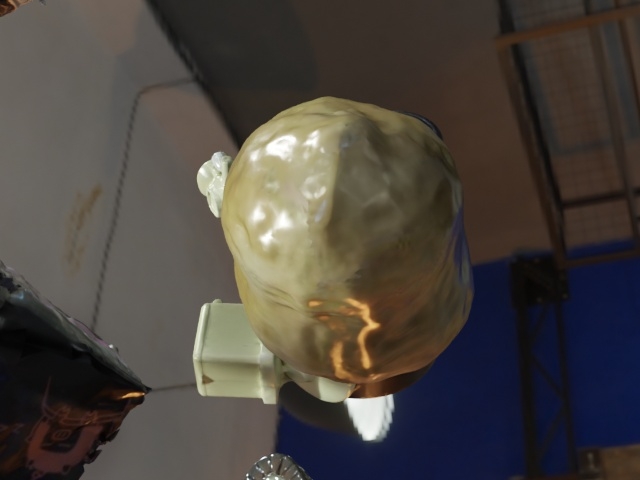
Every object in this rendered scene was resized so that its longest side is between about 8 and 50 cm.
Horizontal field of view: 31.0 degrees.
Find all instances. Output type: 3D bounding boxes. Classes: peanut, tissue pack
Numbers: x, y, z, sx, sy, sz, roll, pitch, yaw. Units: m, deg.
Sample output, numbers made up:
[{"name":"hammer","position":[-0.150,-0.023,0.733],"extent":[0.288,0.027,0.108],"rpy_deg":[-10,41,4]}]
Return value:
[{"name":"peanut","position":[0.014,0.005,0.592],"extent":[0.224,0.129,0.129],"rpy_deg":[64,-158,-63]},{"name":"tissue pack","position":[-0.304,0.149,0.752],"extent":[0.245,0.332,0.123],"rpy_deg":[43,176,-40]}]

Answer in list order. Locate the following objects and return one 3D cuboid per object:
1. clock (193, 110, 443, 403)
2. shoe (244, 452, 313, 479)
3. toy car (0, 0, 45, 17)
[{"name":"clock","position":[0.000,0.000,1.219],"extent":[0.379,0.277,0.120],"rpy_deg":[-89,-1,-46]},{"name":"shoe","position":[0.012,0.391,1.360],"extent":[0.149,0.109,0.293],"rpy_deg":[47,-169,-48]},{"name":"toy car","position":[-0.270,-0.277,1.114],"extent":[0.080,0.171,0.070],"rpy_deg":[70,-165,10]}]
